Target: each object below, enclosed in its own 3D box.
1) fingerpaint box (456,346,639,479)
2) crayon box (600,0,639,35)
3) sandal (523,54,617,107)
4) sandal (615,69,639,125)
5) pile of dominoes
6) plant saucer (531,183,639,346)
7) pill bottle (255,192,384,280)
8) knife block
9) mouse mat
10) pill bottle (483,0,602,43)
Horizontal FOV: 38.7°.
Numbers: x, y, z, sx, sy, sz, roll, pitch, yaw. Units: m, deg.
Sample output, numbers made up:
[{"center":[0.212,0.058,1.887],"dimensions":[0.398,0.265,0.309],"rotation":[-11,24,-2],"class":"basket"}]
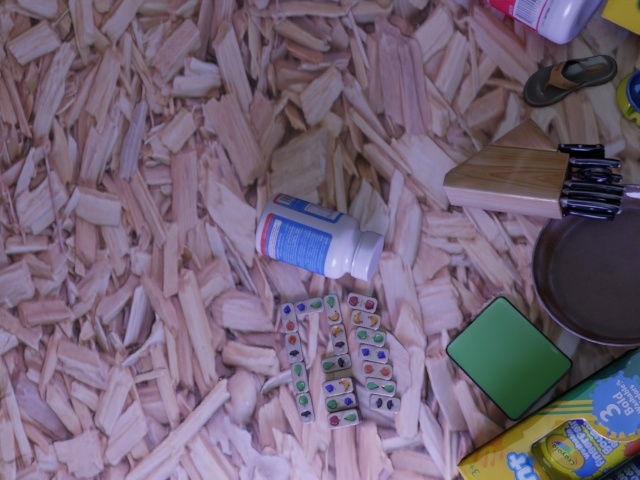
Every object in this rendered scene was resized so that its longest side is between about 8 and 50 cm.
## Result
[{"center":[0.502,0.460,1.502],"dimensions":[0.371,0.163,0.445],"rotation":[-33,75,5],"class":"fingerpaint box"},{"center":[0.712,-0.488,1.555],"dimensions":[0.313,0.106,0.363],"rotation":[31,122,15],"class":"crayon box"},{"center":[0.465,-0.306,1.696],"dimensions":[0.180,0.049,0.072],"rotation":[-17,78,8],"class":"sandal"},{"center":[0.665,-0.202,1.594],"dimensions":[0.317,0.138,0.126],"rotation":[35,87,13],"class":"sandal"},{"center":[0.033,0.220,1.704],"dimensions":[0.195,0.040,0.251],"rotation":[-13,79,10],"class":"pile of dominoes"},{"center":[0.527,0.046,1.586],"dimensions":[0.310,0.050,0.311],"rotation":[-9,60,16],"class":"plant saucer"},{"center":[0.000,0.000,1.704],"dimensions":[0.221,0.124,0.124],"rotation":[19,85,14],"class":"pill bottle"},{"center":[0.392,-0.085,1.627],"dimensions":[0.275,0.088,0.242],"rotation":[-33,61,4],"class":"knife block"},{"center":[0.336,0.210,1.638],"dimensions":[0.152,0.007,0.190],"rotation":[-43,61,0],"class":"mouse mat"},{"center":[0.337,-0.556,1.673],"dimensions":[0.407,0.229,0.229],"rotation":[35,89,15],"class":"pill bottle"}]
